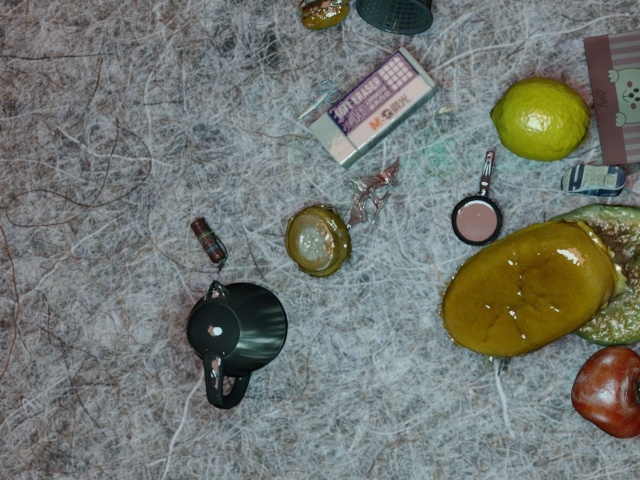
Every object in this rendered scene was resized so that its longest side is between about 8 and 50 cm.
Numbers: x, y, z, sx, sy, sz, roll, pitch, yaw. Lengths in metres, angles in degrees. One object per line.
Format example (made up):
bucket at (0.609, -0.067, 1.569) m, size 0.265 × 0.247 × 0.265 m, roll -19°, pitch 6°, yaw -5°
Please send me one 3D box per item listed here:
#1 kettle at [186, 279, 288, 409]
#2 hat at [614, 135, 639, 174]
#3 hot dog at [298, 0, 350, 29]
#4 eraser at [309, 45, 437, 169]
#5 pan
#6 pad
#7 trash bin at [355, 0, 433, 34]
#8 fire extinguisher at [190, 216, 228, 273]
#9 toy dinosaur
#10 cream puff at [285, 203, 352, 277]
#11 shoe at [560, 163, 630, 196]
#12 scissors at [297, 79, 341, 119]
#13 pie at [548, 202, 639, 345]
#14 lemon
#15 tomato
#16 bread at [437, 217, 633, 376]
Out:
kettle at (-0.211, 0.210, 1.758) m, size 0.207 × 0.271 × 0.251 m, roll 32°, pitch 92°, yaw 13°
hat at (0.654, -0.184, 1.712) m, size 0.058 × 0.042 × 0.087 m, roll -22°, pitch 82°, yaw 11°
hot dog at (0.017, -0.542, 1.873) m, size 0.140 × 0.060 × 0.090 m, roll -9°, pitch 88°, yaw 8°
eraser at (0.120, -0.296, 1.819) m, size 0.279 × 0.081 × 0.124 m, roll -40°, pitch 79°, yaw 7°
pan at (0.353, -0.092, 1.772) m, size 0.114 × 0.040 × 0.212 m, roll 11°, pitch 95°, yaw 14°
pad at (0.681, -0.310, 1.709) m, size 0.202 × 0.005 × 0.300 m, roll -6°, pitch 75°, yaw 12°
trash bin at (0.179, -0.569, 1.796) m, size 0.175 × 0.175 × 0.161 m, roll 11°, pitch 77°, yaw 13°
fire extinguisher at (-0.258, 0.010, 1.904) m, size 0.056 × 0.039 × 0.132 m, roll -36°, pitch 79°, yaw 17°
toy dinosaur at (0.109, -0.105, 1.834) m, size 0.108 × 0.032 × 0.220 m, roll 40°, pitch 104°, yaw 9°
cream puff at (0.000, 0.000, 1.807) m, size 0.150 × 0.115 × 0.165 m, roll 14°, pitch 98°, yaw 20°
shoe at (0.581, -0.122, 1.710) m, size 0.142 × 0.071 × 0.064 m, roll 1°, pitch 66°, yaw 38°
scissors at (-0.008, -0.322, 1.884) m, size 0.119 × 0.014 × 0.058 m, roll -41°, pitch 78°, yaw 3°
pie at (0.603, 0.070, 1.693) m, size 0.323 × 0.070 × 0.324 m, roll 0°, pitch 90°, yaw 13°
lemon at (0.463, -0.252, 1.693) m, size 0.193 × 0.180 × 0.180 m, roll 45°, pitch 96°, yaw 10°
tomato at (0.599, 0.308, 1.638) m, size 0.187 × 0.151 × 0.187 m, roll 7°, pitch 74°, yaw -28°
bread at (0.413, 0.101, 1.622) m, size 0.388 × 0.183 × 0.236 m, roll -40°, pitch 71°, yaw 31°
